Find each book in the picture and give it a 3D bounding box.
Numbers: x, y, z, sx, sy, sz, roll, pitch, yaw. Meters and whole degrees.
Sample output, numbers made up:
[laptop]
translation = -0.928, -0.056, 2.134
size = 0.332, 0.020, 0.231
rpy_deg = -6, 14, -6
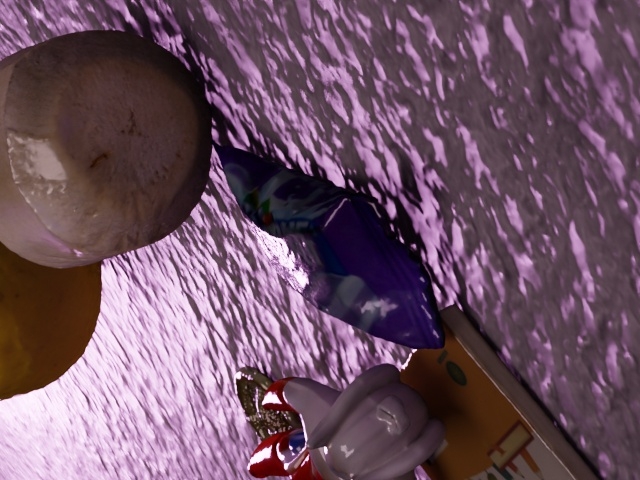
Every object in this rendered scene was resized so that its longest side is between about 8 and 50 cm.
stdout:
[book]
translation = 0.160, 0.205, 1.225
size = 0.295, 0.020, 0.208
rpy_deg = 52, 153, 14

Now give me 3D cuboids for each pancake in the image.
[pancake]
translation = -0.051, 0.169, 1.558
size = 0.108, 0.017, 0.108
rpy_deg = 36, 145, 31

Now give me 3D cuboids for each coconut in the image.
[coconut]
translation = -0.206, -0.079, 1.361
size = 0.222, 0.202, 0.202
rpy_deg = -11, 108, 61

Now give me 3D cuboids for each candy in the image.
[candy]
translation = 0.000, 0.000, 1.232
size = 0.275, 0.070, 0.145
rpy_deg = 22, 142, 57

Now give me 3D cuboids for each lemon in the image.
[lemon]
translation = -0.357, 0.028, 1.686
size = 0.253, 0.253, 0.310
rpy_deg = 19, 125, 53

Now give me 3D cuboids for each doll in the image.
[doll]
translation = 0.021, 0.189, 1.343
size = 0.188, 0.099, 0.384
rpy_deg = 47, 162, 6
